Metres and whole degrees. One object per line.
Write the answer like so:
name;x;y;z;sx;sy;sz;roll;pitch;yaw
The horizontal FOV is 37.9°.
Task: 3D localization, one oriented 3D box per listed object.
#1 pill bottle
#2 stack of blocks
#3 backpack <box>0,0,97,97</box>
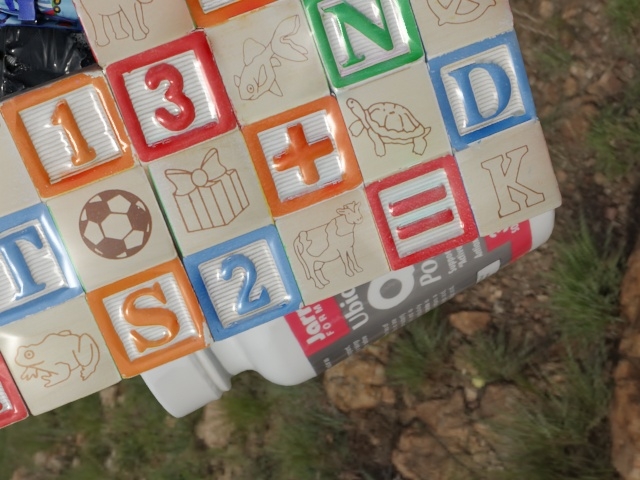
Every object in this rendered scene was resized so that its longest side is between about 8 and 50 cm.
pill bottle;0.000;0.000;0.712;0.318;0.176;0.176;-30;46;-5
stack of blocks;-0.062;-0.048;0.423;0.087;0.297;0.171;-131;19;-73
backpack;-0.200;-0.141;0.675;0.173;0.158;0.117;12;110;12
